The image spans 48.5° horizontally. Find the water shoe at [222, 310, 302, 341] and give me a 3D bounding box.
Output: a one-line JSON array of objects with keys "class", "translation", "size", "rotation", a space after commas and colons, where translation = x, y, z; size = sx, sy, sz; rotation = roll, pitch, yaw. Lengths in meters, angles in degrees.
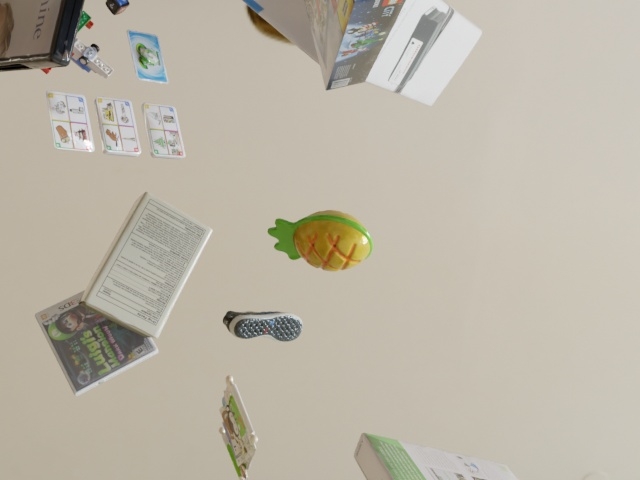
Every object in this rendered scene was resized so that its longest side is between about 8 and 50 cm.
[{"class": "water shoe", "translation": [-0.132, 0.189, 1.666], "size": [0.203, 0.073, 0.080], "rotation": [11, -168, -40]}]

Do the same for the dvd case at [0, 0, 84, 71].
[{"class": "dvd case", "translation": [-0.306, -0.263, 0.730], "size": [0.253, 0.181, 0.022], "rotation": [10, 176, 43]}]

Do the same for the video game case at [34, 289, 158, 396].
[{"class": "video game case", "translation": [-0.439, 0.182, 1.391], "size": [0.173, 0.022, 0.190], "rotation": [-28, -112, -20]}]

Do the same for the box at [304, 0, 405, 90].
[{"class": "box", "translation": [0.016, -0.236, 0.597], "size": [0.044, 0.159, 0.233], "rotation": [-12, 178, -5]}]

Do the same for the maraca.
[{"class": "maraca", "translation": [0.000, 0.000, 1.227], "size": [0.185, 0.127, 0.099], "rotation": [2, -133, 19]}]

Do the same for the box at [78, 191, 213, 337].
[{"class": "box", "translation": [-0.330, 0.049, 1.339], "size": [0.232, 0.148, 0.127], "rotation": [-64, -161, -17]}]

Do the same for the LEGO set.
[{"class": "LEGO set", "translation": [-0.286, -0.217, 0.924], "size": [0.182, 0.244, 0.060], "rotation": [-3, 163, -45]}]

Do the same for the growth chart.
[{"class": "growth chart", "translation": [-0.178, 0.403, 1.508], "size": [0.021, 0.237, 0.172], "rotation": [-15, -127, -26]}]

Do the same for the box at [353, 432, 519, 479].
[{"class": "box", "translation": [0.237, 0.437, 1.208], "size": [0.321, 0.059, 0.232], "rotation": [20, -171, -21]}]

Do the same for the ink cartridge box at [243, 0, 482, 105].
[{"class": "ink cartridge box", "translation": [0.050, -0.380, 1.125], "size": [0.285, 0.166, 0.395], "rotation": [44, -159, 21]}]
